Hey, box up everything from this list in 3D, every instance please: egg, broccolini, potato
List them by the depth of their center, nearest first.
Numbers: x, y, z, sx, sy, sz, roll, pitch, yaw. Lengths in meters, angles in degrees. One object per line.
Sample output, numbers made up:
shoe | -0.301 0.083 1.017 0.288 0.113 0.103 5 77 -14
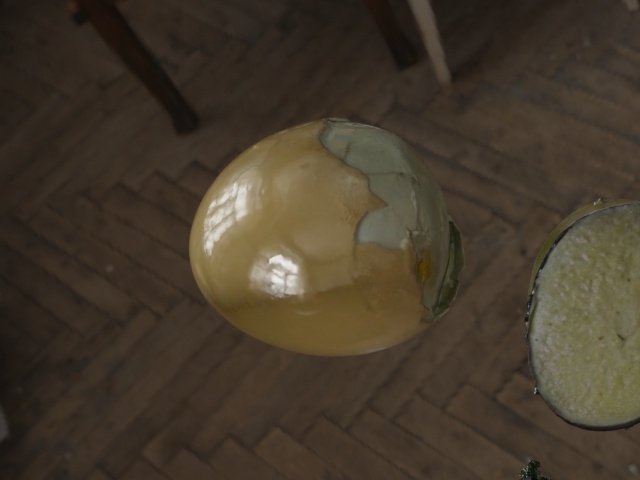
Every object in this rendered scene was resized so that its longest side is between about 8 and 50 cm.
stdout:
egg | 0.000 0.000 1.259 0.244 0.201 0.201 -11 51 30
broccolini | 0.233 0.229 1.295 0.194 0.054 0.052 -2 55 58
potato | 0.255 0.051 1.303 0.182 0.202 0.117 -1 17 -6
